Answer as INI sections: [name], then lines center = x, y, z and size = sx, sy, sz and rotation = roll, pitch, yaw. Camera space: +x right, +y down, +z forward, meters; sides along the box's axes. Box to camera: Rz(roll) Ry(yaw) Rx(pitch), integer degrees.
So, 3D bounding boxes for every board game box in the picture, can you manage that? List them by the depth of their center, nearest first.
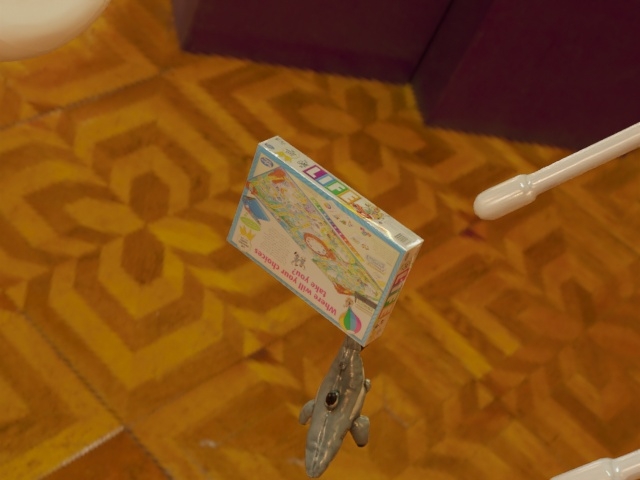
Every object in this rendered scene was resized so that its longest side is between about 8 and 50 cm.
[board game box]
center = 0.000, 0.000, 1.022
size = 0.154, 0.103, 0.026
rotation = 37, 38, 20

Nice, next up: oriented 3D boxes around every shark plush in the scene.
[shark plush]
center = 0.024, 0.148, 1.204
size = 0.073, 0.161, 0.067
rotation = 31, 23, 12

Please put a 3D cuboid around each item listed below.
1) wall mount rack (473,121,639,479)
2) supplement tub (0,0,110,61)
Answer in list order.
[wall mount rack]
center = 0.203, -0.040, 0.595
size = 0.130, 0.304, 0.350
rotation = 10, 43, -15
[supplement tub]
center = -0.339, -0.264, 1.091
size = 0.235, 0.235, 0.325
rotation = -16, 13, -38
